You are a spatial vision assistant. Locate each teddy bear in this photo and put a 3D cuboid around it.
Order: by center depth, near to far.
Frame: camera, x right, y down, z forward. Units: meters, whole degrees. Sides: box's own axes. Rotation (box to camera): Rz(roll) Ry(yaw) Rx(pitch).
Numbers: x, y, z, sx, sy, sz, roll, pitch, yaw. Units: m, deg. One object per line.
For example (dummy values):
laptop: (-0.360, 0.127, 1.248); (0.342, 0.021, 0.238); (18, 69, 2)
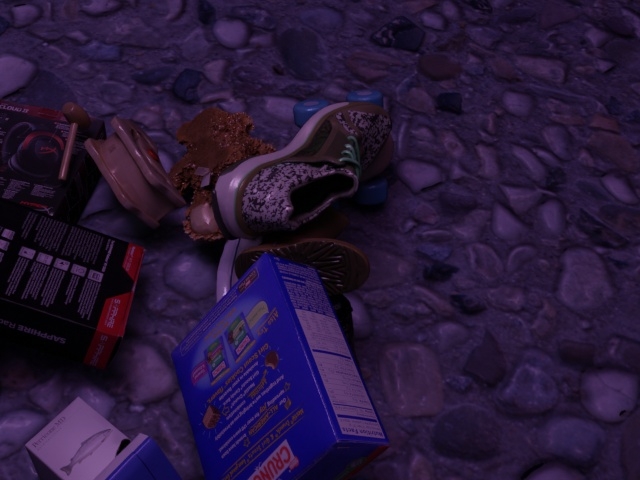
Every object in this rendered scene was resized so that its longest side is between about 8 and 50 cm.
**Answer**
teddy bear: (-0.186, -0.121, 1.485); (0.245, 0.113, 0.338); (-41, 42, -2)

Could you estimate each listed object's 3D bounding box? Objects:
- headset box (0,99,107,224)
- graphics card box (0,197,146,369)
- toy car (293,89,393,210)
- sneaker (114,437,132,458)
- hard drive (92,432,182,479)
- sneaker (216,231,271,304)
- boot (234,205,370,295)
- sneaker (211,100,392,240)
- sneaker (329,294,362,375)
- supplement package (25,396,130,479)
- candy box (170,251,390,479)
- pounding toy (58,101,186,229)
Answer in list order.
headset box: (-0.549, -0.139, 1.479); (0.217, 0.110, 0.293); (11, 51, 1)
graphics card box: (-0.487, 0.049, 1.246); (0.370, 0.094, 0.233); (21, 35, -17)
toy car: (0.013, -0.198, 1.577); (0.210, 0.219, 0.238); (-14, 25, -17)
sneaker: (-0.274, 0.311, 1.059); (0.031, 0.037, 0.083); (5, 52, -6)
hard drive: (-0.286, 0.438, 0.994); (0.040, 0.210, 0.318); (2, 38, 46)
sneaker: (-0.132, 0.058, 1.381); (0.091, 0.094, 0.258); (4, 50, 2)
boot: (0.000, 0.000, 1.336); (0.236, 0.089, 0.269); (4, 19, 18)
sneaker: (0.017, -0.110, 1.327); (0.182, 0.158, 0.410); (17, 43, 40)
sneaker: (0.012, 0.167, 1.285); (0.097, 0.135, 0.276); (-8, 54, -16)
supplement package: (-0.322, 0.336, 1.125); (0.179, 0.105, 0.105); (32, 55, 19)
candy box: (-0.072, 0.227, 1.132); (0.122, 0.268, 0.317); (17, 38, -41)
pounding toy: (-0.376, -0.127, 1.428); (0.154, 0.154, 0.270); (-38, 71, 5)
